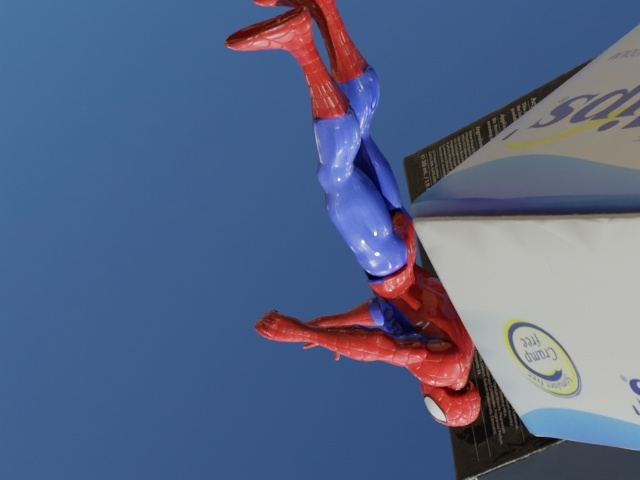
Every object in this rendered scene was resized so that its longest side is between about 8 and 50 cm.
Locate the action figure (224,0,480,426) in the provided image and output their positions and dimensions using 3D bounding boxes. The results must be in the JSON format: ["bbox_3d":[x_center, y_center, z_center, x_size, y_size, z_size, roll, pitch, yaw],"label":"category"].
[{"bbox_3d":[0.000,0.000,0.989,0.139,0.280,0.091,-17,-155,25],"label":"action figure"}]

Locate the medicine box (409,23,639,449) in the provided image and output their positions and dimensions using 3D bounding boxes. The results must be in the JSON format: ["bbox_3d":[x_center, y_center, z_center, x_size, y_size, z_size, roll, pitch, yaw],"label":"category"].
[{"bbox_3d":[0.239,-0.034,0.818,0.289,0.149,0.263,-37,-163,-25],"label":"medicine box"}]

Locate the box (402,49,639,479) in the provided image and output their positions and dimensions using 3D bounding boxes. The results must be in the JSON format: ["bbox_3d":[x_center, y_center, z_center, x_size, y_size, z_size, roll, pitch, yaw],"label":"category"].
[{"bbox_3d":[0.171,0.028,1.148,0.184,0.103,0.261,-29,-130,28],"label":"box"}]
